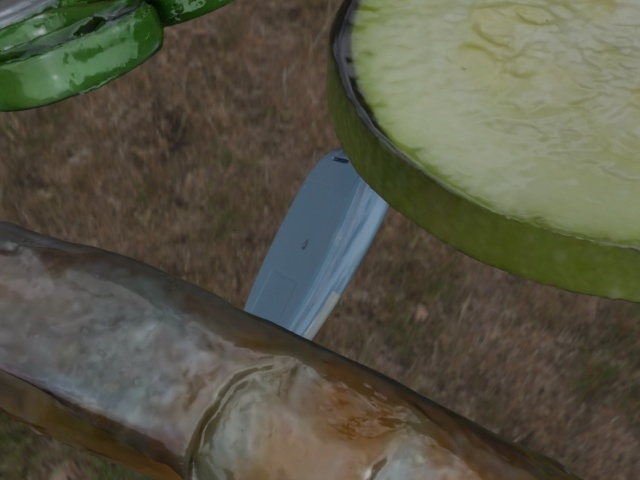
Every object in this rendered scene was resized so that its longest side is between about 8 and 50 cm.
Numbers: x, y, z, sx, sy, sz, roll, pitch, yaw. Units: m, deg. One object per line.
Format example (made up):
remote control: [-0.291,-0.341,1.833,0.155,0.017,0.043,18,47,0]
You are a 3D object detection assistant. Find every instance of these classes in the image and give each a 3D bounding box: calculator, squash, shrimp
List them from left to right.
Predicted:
shrimp: [-0.044,0.047,0.492,0.317,0.164,0.062,20,85,8]
calculator: [0.000,0.000,1.492,0.042,0.188,0.302,27,87,-19]
squash: [0.126,-0.067,0.689,0.252,0.049,0.252,3,44,-3]

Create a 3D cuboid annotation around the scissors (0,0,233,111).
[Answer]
scissors: [-0.116,-0.066,0.493,0.101,0.204,0.027,-40,119,-43]
